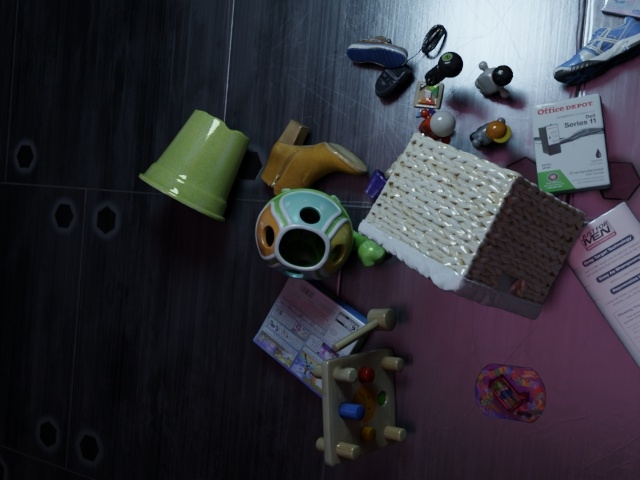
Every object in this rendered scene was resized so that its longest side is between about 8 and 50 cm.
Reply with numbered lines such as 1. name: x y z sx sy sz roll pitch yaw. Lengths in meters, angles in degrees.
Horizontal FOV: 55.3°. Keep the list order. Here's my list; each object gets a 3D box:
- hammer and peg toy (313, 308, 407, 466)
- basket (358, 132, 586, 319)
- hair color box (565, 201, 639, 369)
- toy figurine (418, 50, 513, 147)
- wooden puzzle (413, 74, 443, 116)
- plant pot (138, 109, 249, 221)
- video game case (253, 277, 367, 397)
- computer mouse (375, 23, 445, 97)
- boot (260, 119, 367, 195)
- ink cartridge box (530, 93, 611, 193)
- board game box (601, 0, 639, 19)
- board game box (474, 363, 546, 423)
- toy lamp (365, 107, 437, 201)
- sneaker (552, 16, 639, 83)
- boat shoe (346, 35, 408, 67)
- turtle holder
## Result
1. hammer and peg toy: 0.093 0.357 1.534 0.127 0.266 0.361 -4 89 45
2. basket: 0.332 -0.030 1.334 0.331 0.328 0.266 37 104 49
3. hair color box: 0.686 0.107 1.325 0.174 0.105 0.347 -36 75 22
4. toy figurine: 0.345 -0.326 1.438 0.210 0.148 0.213 8 91 -7
5. wooden puzzle: 0.279 -0.380 1.586 0.079 0.014 0.116 4 92 27
6. plant pot: -0.341 -0.228 1.777 0.276 0.276 0.254 30 91 24
7. video game case: -0.024 0.257 1.703 0.269 0.061 0.244 35 103 23
8. computer mouse: 0.237 -0.464 1.600 0.242 0.041 0.071 -43 47 15
9. boot: -0.024 -0.183 1.698 0.295 0.104 0.211 35 110 26
10. ink cartridge box: 0.571 -0.215 1.397 0.153 0.087 0.208 -7 85 26
11. board game box: 0.696 -0.552 1.376 0.090 0.020 0.090 23 99 25
12. board game box: 0.455 0.372 1.478 0.169 0.033 0.133 2 90 26
13. toy lamp: 0.219 -0.214 1.579 0.080 0.080 0.274 46 109 20
14. sneaker: 0.628 -0.426 1.385 0.211 0.080 0.081 -24 72 15
15. boat shoe: 0.157 -0.507 1.612 0.183 0.066 0.066 20 63 32
16. turtle holder: -0.017 0.011 1.593 0.320 0.227 0.243 39 101 -9
